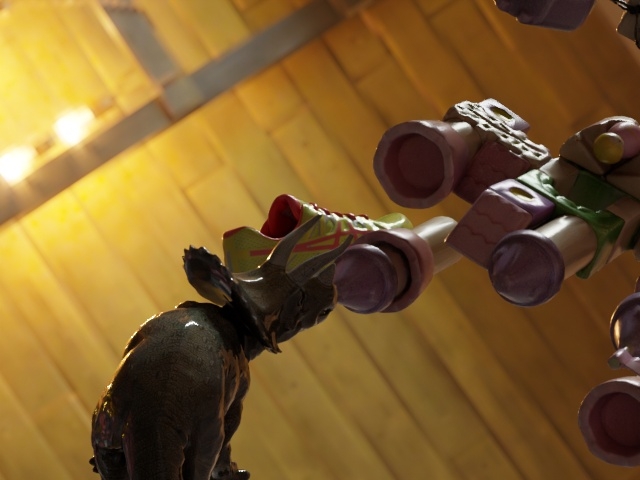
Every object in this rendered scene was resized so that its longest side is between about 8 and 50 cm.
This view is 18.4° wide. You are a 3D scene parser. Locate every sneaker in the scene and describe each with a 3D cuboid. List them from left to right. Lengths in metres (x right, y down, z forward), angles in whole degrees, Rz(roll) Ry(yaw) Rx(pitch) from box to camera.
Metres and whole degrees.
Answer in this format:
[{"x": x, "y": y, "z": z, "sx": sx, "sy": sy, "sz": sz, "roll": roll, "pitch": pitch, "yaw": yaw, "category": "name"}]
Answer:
[{"x": 0.000, "y": 0.000, "z": 1.636, "sx": 0.081, "sy": 0.208, "sz": 0.094, "roll": -22, "pitch": -91, "yaw": 44, "category": "sneaker"}]

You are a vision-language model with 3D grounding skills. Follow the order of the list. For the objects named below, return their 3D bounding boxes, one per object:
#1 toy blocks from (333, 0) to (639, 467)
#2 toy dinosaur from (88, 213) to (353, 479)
[{"x": 0.169, "y": -0.021, "z": 1.417, "sx": 0.289, "sy": 0.309, "sz": 0.260, "roll": 32, "pitch": 25, "yaw": 19, "category": "toy blocks"}, {"x": -0.090, "y": 0.100, "z": 1.171, "sx": 0.121, "sy": 0.313, "sz": 0.160, "roll": 16, "pitch": -64, "yaw": 13, "category": "toy dinosaur"}]
